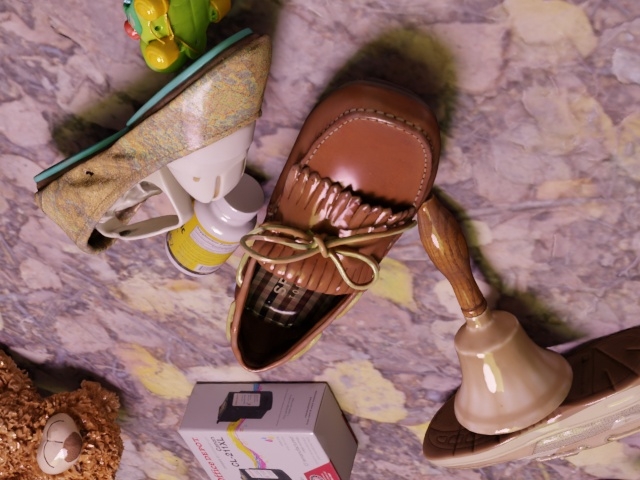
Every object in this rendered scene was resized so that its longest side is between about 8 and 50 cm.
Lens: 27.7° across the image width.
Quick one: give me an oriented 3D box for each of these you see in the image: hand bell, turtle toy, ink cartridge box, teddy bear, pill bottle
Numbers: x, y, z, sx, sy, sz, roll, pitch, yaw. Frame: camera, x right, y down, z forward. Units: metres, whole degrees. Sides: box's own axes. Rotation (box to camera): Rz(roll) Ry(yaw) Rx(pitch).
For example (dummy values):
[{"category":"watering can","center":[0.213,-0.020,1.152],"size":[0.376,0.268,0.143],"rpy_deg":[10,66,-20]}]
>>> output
[{"category":"hand bell","center":[0.143,0.057,1.251],"size":[0.126,0.126,0.242],"rpy_deg":[-11,121,31]},{"category":"turtle toy","center":[-0.125,-0.188,1.062],"size":[0.066,0.095,0.130],"rpy_deg":[26,145,25]},{"category":"ink cartridge box","center":[-0.061,0.233,1.532],"size":[0.175,0.072,0.127],"rpy_deg":[-3,137,23]},{"category":"teddy bear","center":[-0.405,0.234,1.537],"size":[0.338,0.245,0.113],"rpy_deg":[21,147,4]},{"category":"pill bottle","center":[-0.101,-0.017,1.262],"size":[0.065,0.065,0.116],"rpy_deg":[30,139,-14]}]

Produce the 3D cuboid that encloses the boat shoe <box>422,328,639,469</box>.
[{"category":"boat shoe","center":[0.241,0.186,1.344],"size":[0.302,0.109,0.098],"rpy_deg":[-27,122,34]}]

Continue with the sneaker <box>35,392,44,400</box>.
[{"category":"sneaker","center":[-0.460,0.251,1.673],"size":[0.350,0.131,0.148],"rpy_deg":[22,148,4]}]

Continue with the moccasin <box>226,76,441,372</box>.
[{"category":"moccasin","center":[-0.003,-0.001,1.179],"size":[0.139,0.147,0.380],"rpy_deg":[27,140,-12]}]

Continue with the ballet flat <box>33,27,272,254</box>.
[{"category":"ballet flat","center":[-0.135,-0.073,1.160],"size":[0.123,0.123,0.348],"rpy_deg":[38,140,-23]}]
